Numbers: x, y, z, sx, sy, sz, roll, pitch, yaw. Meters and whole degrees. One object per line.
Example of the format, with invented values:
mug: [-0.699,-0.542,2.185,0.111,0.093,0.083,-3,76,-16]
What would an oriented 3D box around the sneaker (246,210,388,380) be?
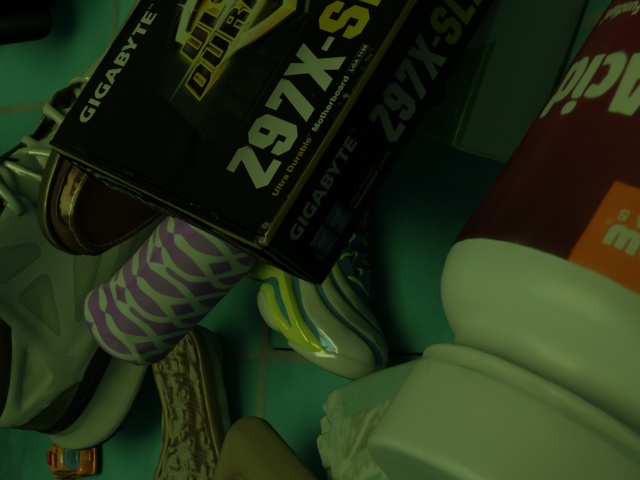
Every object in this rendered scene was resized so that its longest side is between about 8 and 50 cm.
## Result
sneaker: [0.000,0.000,1.338,0.126,0.091,0.240,-57,48,20]

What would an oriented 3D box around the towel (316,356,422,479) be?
towel: [0.141,0.219,1.136,0.374,0.090,0.320,-23,62,46]

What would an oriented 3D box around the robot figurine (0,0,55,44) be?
robot figurine: [-0.356,-0.313,1.697,0.209,0.173,0.278,-42,55,16]

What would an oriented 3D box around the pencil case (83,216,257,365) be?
pencil case: [-0.104,0.009,1.323,0.206,0.086,0.088,-46,57,28]

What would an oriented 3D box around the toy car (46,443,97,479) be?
toy car: [-0.229,0.165,1.571,0.060,0.040,0.122,9,89,46]

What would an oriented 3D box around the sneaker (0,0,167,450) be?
sneaker: [-0.223,-0.056,1.436,0.169,0.257,0.447,14,84,46]

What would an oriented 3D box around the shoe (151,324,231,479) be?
shoe: [-0.101,0.177,1.438,0.076,0.058,0.219,-7,80,24]

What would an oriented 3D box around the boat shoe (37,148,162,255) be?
boat shoe: [-0.102,-0.106,1.367,0.104,0.111,0.307,23,68,45]

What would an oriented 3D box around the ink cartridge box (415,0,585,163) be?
ink cartridge box: [0.080,-0.162,1.289,0.212,0.093,0.154,27,102,46]

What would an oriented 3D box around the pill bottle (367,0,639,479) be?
pill bottle: [0.205,0.000,0.937,0.224,0.224,0.392,19,70,45]

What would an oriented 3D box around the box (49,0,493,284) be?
box: [-0.021,-0.153,1.215,0.257,0.079,0.322,26,81,43]

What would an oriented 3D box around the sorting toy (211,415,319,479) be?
sorting toy: [-0.049,0.281,1.219,0.229,0.041,0.307,-68,27,9]
